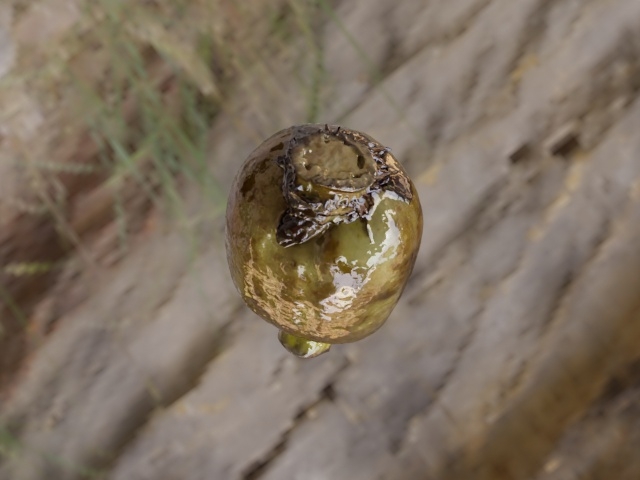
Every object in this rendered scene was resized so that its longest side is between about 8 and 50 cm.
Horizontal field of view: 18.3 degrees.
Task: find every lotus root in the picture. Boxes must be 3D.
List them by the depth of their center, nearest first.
[{"bbox_3d":[0.000,0.000,1.699,0.141,0.169,0.314,-56,169,-32],"label":"lotus root"}]
